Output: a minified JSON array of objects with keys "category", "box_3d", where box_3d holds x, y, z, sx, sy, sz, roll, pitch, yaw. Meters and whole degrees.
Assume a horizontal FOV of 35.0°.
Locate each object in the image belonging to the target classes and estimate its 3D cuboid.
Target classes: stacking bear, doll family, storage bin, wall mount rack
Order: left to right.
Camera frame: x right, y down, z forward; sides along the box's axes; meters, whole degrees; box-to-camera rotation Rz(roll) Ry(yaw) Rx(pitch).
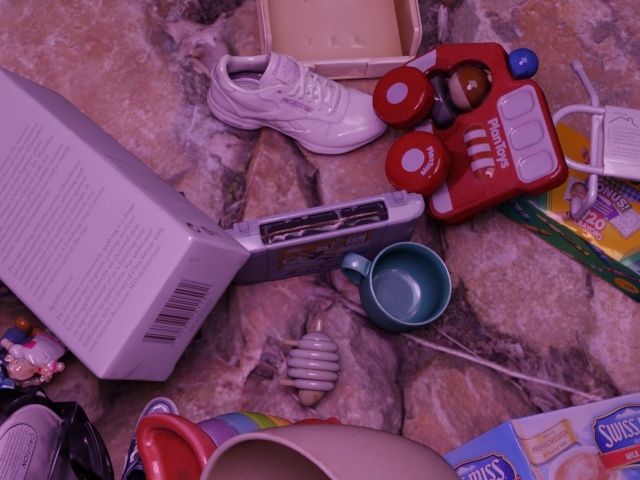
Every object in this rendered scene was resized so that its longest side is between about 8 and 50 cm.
[{"category":"doll family","box_3d":[-0.482,0.161,1.447,0.262,0.118,0.163,23,32,9]},{"category":"stacking bear","box_3d":[-0.082,0.308,1.390,0.289,0.164,0.176,1,78,-42]},{"category":"storage bin","box_3d":[0.021,-0.414,1.744,0.262,0.123,0.261,-4,68,-7]},{"category":"wall mount rack","box_3d":[0.514,-0.168,1.605,0.349,0.130,0.304,8,69,-2]}]

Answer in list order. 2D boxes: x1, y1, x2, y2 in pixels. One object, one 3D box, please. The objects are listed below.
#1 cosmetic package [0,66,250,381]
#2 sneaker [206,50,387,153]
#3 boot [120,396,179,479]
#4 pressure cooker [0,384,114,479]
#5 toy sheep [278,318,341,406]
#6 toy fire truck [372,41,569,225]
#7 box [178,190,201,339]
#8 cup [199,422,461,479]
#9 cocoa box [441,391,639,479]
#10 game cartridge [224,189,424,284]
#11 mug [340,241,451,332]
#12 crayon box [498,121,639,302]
[{"category":"cosmetic package","box_3d":[-0.344,-0.027,1.434,0.453,0.161,0.230,39,99,25]},{"category":"sneaker","box_3d":[-0.035,-0.227,1.647,0.305,0.152,0.114,10,65,-3]},{"category":"boot","box_3d":[-0.238,0.303,1.420,0.069,0.086,0.190,8,64,-1]},{"category":"pressure cooker","box_3d":[-0.455,0.357,1.216,0.420,0.375,0.370,-4,82,10]},{"category":"toy sheep","box_3d":[-0.012,0.182,1.517,0.091,0.091,0.132,5,86,-3]},{"category":"toy fire truck","box_3d":[0.235,-0.179,1.576,0.253,0.169,0.302,-22,60,24]},{"category":"box","box_3d":[-0.285,0.047,1.562,0.183,0.056,0.231,-8,69,-7]},{"category":"cup","box_3d":[0.046,0.353,1.193,0.237,0.331,0.331,-13,66,-43]},{"category":"cocoa box","box_3d":[0.326,0.351,1.329,0.347,0.231,0.228,-2,63,-39]},{"category":"game cartridge","box_3d":[0.000,0.000,1.529,0.297,0.198,0.062,-12,70,-6]},{"category":"mug","box_3d":[0.117,0.066,1.560,0.129,0.097,0.158,-34,84,-19]},{"category":"crayon box","box_3d":[0.454,-0.048,1.654,0.278,0.081,0.165,34,68,9]}]
